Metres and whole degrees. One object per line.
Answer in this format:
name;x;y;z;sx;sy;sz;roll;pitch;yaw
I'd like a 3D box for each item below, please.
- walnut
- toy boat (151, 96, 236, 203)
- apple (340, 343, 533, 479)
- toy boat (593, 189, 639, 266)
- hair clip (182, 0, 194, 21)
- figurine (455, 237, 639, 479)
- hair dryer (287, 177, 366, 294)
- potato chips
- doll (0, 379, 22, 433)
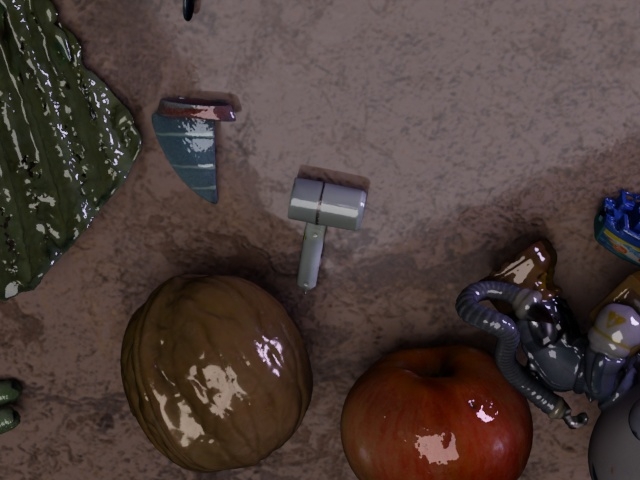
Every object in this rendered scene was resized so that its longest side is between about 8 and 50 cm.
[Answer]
walnut;-0.117;0.141;1.510;0.228;0.228;0.228;2;110;6
toy boat;-0.140;-0.095;1.515;0.096;0.034;0.122;6;112;10
apple;0.124;0.201;1.508;0.209;0.209;0.164;-5;116;8
toy boat;0.387;-0.014;1.453;0.175;0.091;0.110;24;124;-7
hair clip;-0.166;-0.345;1.430;0.070;0.039;0.229;-27;100;14
figurine;0.332;0.162;1.450;0.186;0.261;0.382;-41;79;28
hair dryer;0.000;0.000;1.530;0.082;0.047;0.137;12;116;1
potato chips;-0.415;-0.119;1.505;0.373;0.097;0.389;-39;100;19
doll;-0.429;0.212;1.640;0.150;0.077;0.115;-9;64;4
